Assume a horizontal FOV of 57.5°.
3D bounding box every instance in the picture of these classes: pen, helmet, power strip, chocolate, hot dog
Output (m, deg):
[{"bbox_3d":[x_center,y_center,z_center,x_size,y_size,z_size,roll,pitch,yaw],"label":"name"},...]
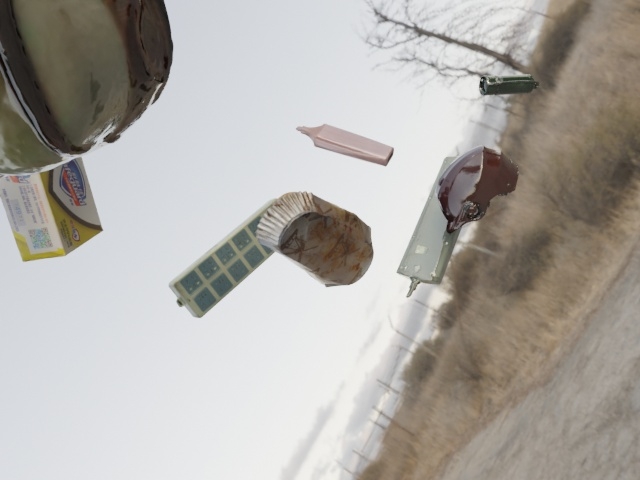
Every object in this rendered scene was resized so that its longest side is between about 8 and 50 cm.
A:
[{"bbox_3d":[0.041,-0.186,1.106,0.053,0.197,0.032,-58,-21,-29],"label":"pen"},{"bbox_3d":[0.193,-0.074,0.762,0.123,0.070,0.098,-39,10,18],"label":"helmet"},{"bbox_3d":[0.168,-0.022,0.831,0.252,0.060,0.027,-63,-30,-26],"label":"power strip"},{"bbox_3d":[-0.193,0.032,1.384,0.367,0.106,0.043,-43,18,-26],"label":"power strip"},{"bbox_3d":[-0.308,-0.196,0.576,0.186,0.284,0.283,-65,-4,-64],"label":"chocolate"},{"bbox_3d":[0.000,0.000,0.921,0.253,0.069,0.131,29,-84,-50],"label":"hot dog"}]

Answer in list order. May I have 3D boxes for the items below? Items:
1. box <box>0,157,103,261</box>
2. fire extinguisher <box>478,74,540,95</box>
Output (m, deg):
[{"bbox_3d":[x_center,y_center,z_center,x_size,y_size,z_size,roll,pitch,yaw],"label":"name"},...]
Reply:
[{"bbox_3d":[-0.551,-0.110,1.172,0.168,0.097,0.265,-66,-32,-71],"label":"box"},{"bbox_3d":[0.249,-0.200,0.748,0.038,0.083,0.025,-135,42,-75],"label":"fire extinguisher"}]
